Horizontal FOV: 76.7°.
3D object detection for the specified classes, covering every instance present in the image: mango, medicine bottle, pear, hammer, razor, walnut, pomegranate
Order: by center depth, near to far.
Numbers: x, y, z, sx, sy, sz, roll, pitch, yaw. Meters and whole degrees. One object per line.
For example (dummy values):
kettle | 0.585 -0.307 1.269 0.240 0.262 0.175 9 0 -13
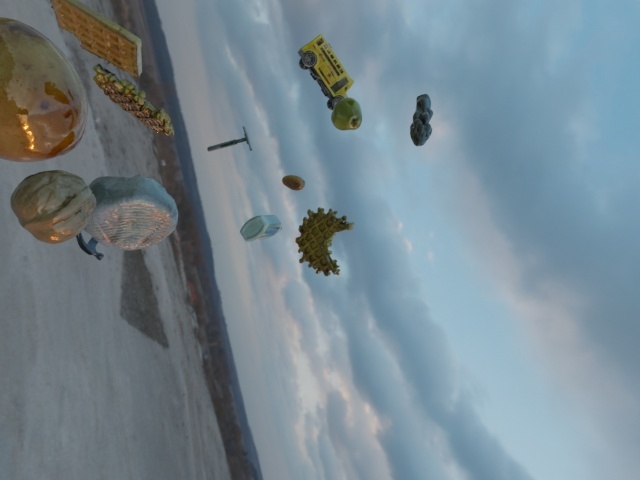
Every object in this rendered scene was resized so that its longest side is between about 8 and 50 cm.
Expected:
walnut | -0.590 -0.078 0.897 0.166 0.149 0.167 1 90 -66
pear | 0.076 -0.351 1.124 0.097 0.092 0.092 39 -32 23
pomegranate | -0.927 -0.441 1.218 0.416 0.416 0.417 167 -90 -74
razor | -0.330 -0.340 1.427 0.211 0.036 0.084 -5 -70 34
medicine bottle | -0.227 -0.052 1.647 0.083 0.121 0.229 56 15 6
hammer | -1.006 -0.049 1.845 0.137 0.037 0.290 46 27 -33
mango | -0.127 -0.273 1.900 0.079 0.114 0.057 92 15 -52

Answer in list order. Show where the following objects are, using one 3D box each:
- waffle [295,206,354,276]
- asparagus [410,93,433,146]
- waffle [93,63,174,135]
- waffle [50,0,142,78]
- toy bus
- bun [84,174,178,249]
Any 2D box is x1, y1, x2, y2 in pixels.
waffle | 0.000 0.000 1.749 0.259 0.069 0.293 21 -74 28
asparagus | 0.346 -0.401 1.380 0.080 0.080 0.287 95 10 -47
waffle | -0.526 -0.388 1.156 0.051 0.228 0.231 -60 -178 -10
waffle | -0.345 -0.318 0.631 0.021 0.135 0.092 -66 -167 -23
toy bus | 0.039 -0.735 1.812 0.330 0.152 0.144 52 2 -19
bun | -0.722 -0.112 1.534 0.355 0.354 0.194 101 -27 -54
